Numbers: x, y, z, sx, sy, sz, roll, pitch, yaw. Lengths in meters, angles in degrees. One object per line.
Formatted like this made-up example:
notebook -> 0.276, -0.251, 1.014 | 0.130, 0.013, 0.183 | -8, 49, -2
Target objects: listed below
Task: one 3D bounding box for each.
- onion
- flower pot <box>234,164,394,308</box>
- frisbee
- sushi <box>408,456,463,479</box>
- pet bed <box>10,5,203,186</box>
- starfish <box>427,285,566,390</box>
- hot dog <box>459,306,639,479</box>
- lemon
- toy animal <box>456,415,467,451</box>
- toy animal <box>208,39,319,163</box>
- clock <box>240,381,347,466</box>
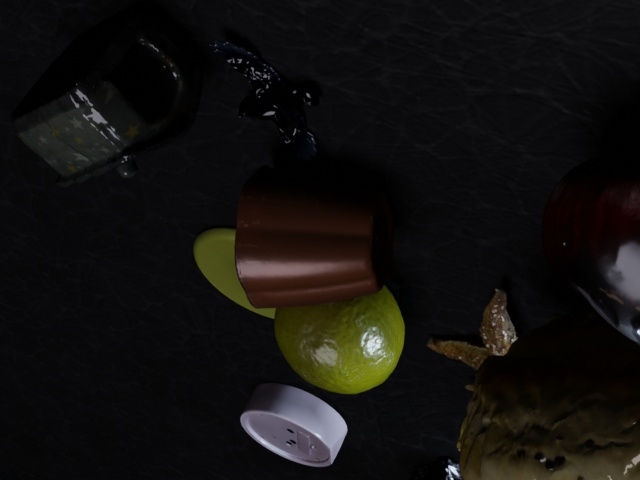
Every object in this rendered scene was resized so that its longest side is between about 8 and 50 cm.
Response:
onion -> 0.362, -0.027, 1.108 | 0.273, 0.285, 0.273 | 11, -175, -1
flower pot -> 0.000, 0.000, 1.448 | 0.173, 0.190, 0.190 | 3, 144, 16
frisbee -> -0.097, 0.058, 1.755 | 0.236, 0.017, 0.236 | 21, 149, 13
sushi -> 0.206, 0.512, 2.079 | 0.153, 0.150, 0.172 | 41, 148, -23
pet bed -> -0.254, -0.161, 1.378 | 0.211, 0.183, 0.159 | -12, 130, 48
starfish -> 0.277, 0.177, 1.600 | 0.299, 0.060, 0.302 | 39, 149, -23
hot dog -> 0.351, 0.195, 1.293 | 0.365, 0.367, 0.196 | -3, 109, 47
lemon -> 0.031, 0.132, 1.609 | 0.184, 0.184, 0.248 | 4, 142, 34
toy animal -> 0.318, 0.281, 1.583 | 0.233, 0.121, 0.168 | 2, -177, -8
toy animal -> -0.056, -0.165, 1.352 | 0.108, 0.062, 0.220 | 20, 156, 50
clock -> -0.051, 0.351, 2.119 | 0.197, 0.068, 0.197 | 20, 150, 12
